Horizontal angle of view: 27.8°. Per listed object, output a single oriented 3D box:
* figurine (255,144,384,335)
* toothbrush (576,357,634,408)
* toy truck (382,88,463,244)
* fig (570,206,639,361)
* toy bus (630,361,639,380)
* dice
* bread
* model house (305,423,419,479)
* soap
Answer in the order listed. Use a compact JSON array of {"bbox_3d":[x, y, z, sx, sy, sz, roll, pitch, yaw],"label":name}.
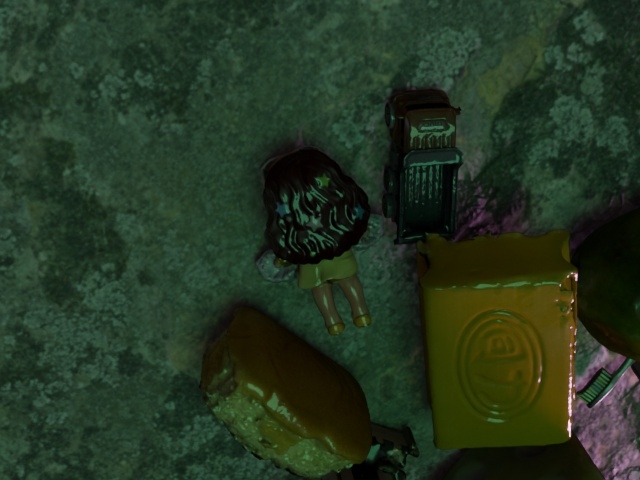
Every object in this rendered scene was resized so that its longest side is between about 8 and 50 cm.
[{"bbox_3d":[0.000,-0.001,1.608,0.174,0.116,0.240,-19,117,-2],"label":"figurine"},{"bbox_3d":[0.482,0.086,1.803,0.037,0.028,0.375,35,104,-4],"label":"toothbrush"},{"bbox_3d":[0.127,-0.086,1.610,0.083,0.092,0.192,-4,115,-9],"label":"toy truck"},{"bbox_3d":[0.452,0.019,1.699,0.206,0.206,0.275,41,80,-25],"label":"fig"},{"bbox_3d":[0.577,0.141,1.817,0.274,0.090,0.112,-36,123,5],"label":"toy bus"},{"bbox_3d":[0.307,0.410,1.799,0.233,0.238,0.227,-32,118,3],"label":"dice"},{"bbox_3d":[-0.042,0.200,1.669,0.245,0.174,0.121,35,123,-23],"label":"bread"},{"bbox_3d":[0.042,0.432,1.750,0.169,0.244,0.326,24,108,-16],"label":"model house"},{"bbox_3d":[0.231,0.132,1.669,0.204,0.096,0.325,-5,132,6],"label":"soap"}]
